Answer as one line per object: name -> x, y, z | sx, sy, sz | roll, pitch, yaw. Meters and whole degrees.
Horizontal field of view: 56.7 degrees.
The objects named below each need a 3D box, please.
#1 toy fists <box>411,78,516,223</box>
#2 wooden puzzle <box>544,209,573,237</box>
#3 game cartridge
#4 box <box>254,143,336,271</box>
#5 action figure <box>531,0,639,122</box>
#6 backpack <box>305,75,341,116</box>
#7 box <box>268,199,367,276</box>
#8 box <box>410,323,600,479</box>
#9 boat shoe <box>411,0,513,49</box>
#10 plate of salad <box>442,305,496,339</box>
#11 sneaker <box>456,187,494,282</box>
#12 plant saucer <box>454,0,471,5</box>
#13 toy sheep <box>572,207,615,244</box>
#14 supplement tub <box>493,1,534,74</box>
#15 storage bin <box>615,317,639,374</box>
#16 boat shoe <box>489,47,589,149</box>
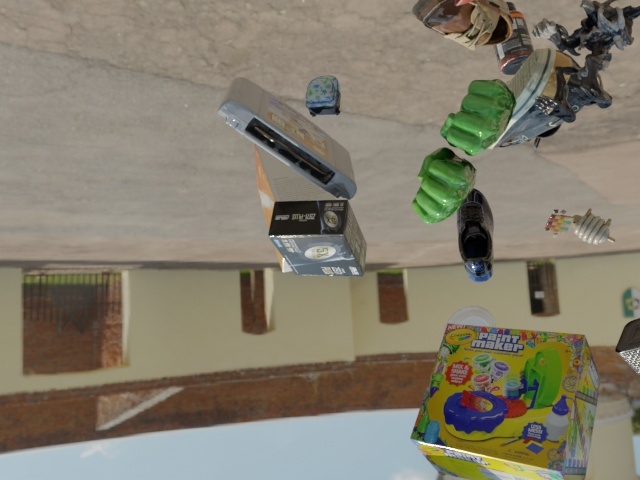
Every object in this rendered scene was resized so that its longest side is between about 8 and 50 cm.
toy fists -> 0.251, -0.157, 1.064 | 0.096, 0.279, 0.142 | 32, -155, 13
wooden puzzle -> 0.538, -0.039, 1.339 | 0.050, 0.006, 0.083 | 10, 135, 3
game cartridge -> -0.058, -0.206, 1.164 | 0.297, 0.198, 0.062 | 32, 117, -18
box -> -0.073, -0.113, 1.748 | 0.169, 0.345, 0.214 | -11, 139, -12
action figure -> 0.486, -0.362, 1.081 | 0.141, 0.275, 0.164 | 34, 157, -31
backpack -> 0.010, -0.445, 1.795 | 0.105, 0.114, 0.084 | 0, 155, 17
box -> 0.000, 0.000, 1.156 | 0.148, 0.077, 0.180 | 0, 152, 17
box -> 0.381, 0.340, 1.205 | 0.290, 0.279, 0.177 | -1, 139, 37
boat shoe -> 0.305, -0.452, 1.196 | 0.324, 0.116, 0.123 | -20, 166, -45
plate of salad -> 0.482, 0.306, 1.937 | 0.200, 0.199, 0.048 | -1, -167, -17
sneaker -> 0.335, -0.029, 1.281 | 0.082, 0.232, 0.090 | -9, 147, 15
plant saucer -> 0.324, -0.553, 0.978 | 0.048, 0.258, 0.259 | 17, 160, -16
toy sheep -> 0.780, -0.034, 1.696 | 0.132, 0.091, 0.091 | 34, -165, 31
supplement tub -> 0.551, -0.589, 1.722 | 0.106, 0.197, 0.106 | -7, 163, -2
storage bin -> 0.846, 0.248, 1.475 | 0.122, 0.084, 0.180 | -46, -178, -35
boat shoe -> 0.515, -0.319, 1.458 | 0.156, 0.186, 0.500 | 19, 176, 2
